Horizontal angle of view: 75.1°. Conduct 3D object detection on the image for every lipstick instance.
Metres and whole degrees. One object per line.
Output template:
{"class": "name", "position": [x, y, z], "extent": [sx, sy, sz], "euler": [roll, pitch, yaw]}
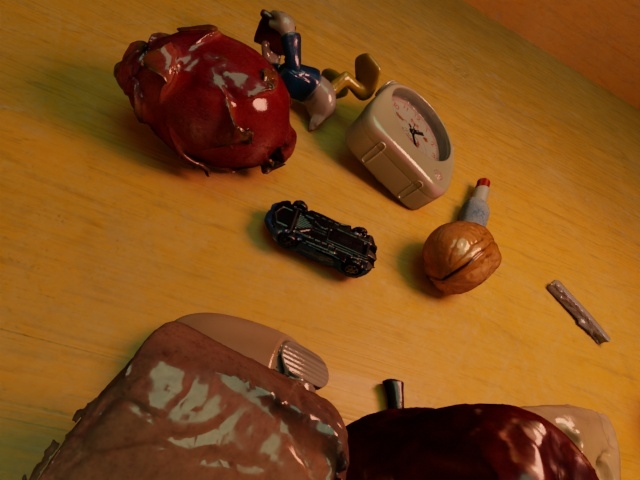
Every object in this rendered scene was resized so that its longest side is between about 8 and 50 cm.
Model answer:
{"class": "lipstick", "position": [0.398, -0.085, 1.061], "extent": [0.068, 0.061, 0.274], "euler": [35, 46, 0]}

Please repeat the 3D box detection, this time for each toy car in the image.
{"class": "toy car", "position": [0.000, 0.000, 0.753], "extent": [0.216, 0.063, 0.103], "euler": [22, 46, -7]}

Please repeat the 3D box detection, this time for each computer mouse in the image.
{"class": "computer mouse", "position": [-0.100, 0.176, 0.540], "extent": [0.236, 0.082, 0.145], "euler": [24, 46, -12]}

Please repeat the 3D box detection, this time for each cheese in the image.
{"class": "cheese", "position": [0.303, 0.344, 0.592], "extent": [0.247, 0.174, 0.251], "euler": [26, 51, -12]}

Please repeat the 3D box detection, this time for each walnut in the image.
{"class": "walnut", "position": [0.279, 0.032, 0.845], "extent": [0.180, 0.144, 0.144], "euler": [-31, 75, -38]}

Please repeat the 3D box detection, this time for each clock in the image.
{"class": "clock", "position": [0.212, -0.253, 1.022], "extent": [0.265, 0.108, 0.324], "euler": [42, 45, -13]}

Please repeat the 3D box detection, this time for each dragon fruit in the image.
{"class": "dragon fruit", "position": [-0.177, -0.239, 0.729], "extent": [0.315, 0.250, 0.250], "euler": [44, 43, -17]}

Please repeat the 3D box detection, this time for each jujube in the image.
{"class": "jujube", "position": [0.108, 0.279, 0.419], "extent": [0.223, 0.318, 0.223], "euler": [24, 44, -25]}

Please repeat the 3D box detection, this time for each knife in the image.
{"class": "knife", "position": [0.099, 0.313, 0.597], "extent": [0.059, 0.028, 0.231], "euler": [9, 54, -10]}

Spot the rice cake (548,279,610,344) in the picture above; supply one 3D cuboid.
{"class": "rice cake", "position": [0.630, 0.175, 1.017], "extent": [0.042, 0.030, 0.180], "euler": [-22, 68, -46]}

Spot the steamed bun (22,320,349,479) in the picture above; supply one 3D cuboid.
{"class": "steamed bun", "position": [-0.126, 0.249, 0.381], "extent": [0.251, 0.199, 0.301], "euler": [30, 77, -9]}

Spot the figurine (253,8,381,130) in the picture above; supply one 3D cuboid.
{"class": "figurine", "position": [-0.075, -0.380, 0.928], "extent": [0.338, 0.204, 0.284], "euler": [-37, 105, -32]}
